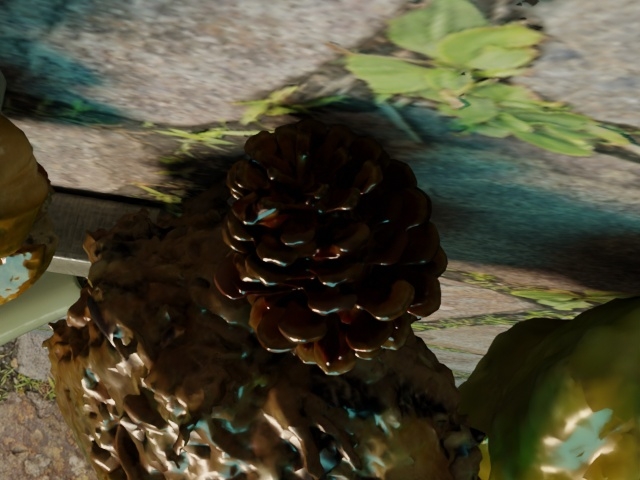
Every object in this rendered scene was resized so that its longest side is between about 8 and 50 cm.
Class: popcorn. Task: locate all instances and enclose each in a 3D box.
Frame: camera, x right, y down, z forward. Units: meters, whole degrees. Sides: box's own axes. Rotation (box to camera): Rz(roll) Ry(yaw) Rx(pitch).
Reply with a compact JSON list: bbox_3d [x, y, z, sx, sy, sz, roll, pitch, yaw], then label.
[{"bbox_3d":[0.235,0.177,0.680,0.334,0.292,0.293,30,-153,-6],"label":"popcorn"}]

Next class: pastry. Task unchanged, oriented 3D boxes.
[{"bbox_3d":[-0.043,0.107,0.603,0.275,0.193,0.275,42,163,16],"label":"pastry"}]

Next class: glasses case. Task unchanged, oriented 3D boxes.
[{"bbox_3d":[-0.202,-0.010,0.706,0.205,0.047,0.071,8,168,1],"label":"glasses case"}]

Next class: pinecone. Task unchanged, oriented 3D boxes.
[{"bbox_3d":[-0.001,-0.003,0.465,0.102,0.102,0.109,3,138,30],"label":"pinecone"}]

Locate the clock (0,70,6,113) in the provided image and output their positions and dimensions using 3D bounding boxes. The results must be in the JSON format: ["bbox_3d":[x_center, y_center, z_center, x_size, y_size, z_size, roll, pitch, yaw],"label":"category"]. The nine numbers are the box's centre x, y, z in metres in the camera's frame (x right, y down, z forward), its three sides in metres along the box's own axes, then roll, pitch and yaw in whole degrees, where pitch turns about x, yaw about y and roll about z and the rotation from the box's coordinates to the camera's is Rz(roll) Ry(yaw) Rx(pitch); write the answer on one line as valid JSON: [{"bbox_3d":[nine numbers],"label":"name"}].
[{"bbox_3d":[-0.220,-0.031,0.307,0.243,0.146,0.199,17,127,-23],"label":"clock"}]

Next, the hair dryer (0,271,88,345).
[{"bbox_3d":[-0.334,0.048,0.970,0.296,0.119,0.298,-11,-154,12],"label":"hair dryer"}]

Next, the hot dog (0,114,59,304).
[{"bbox_3d":[-0.281,-0.042,0.465,0.337,0.100,0.135,8,162,-3],"label":"hot dog"}]
